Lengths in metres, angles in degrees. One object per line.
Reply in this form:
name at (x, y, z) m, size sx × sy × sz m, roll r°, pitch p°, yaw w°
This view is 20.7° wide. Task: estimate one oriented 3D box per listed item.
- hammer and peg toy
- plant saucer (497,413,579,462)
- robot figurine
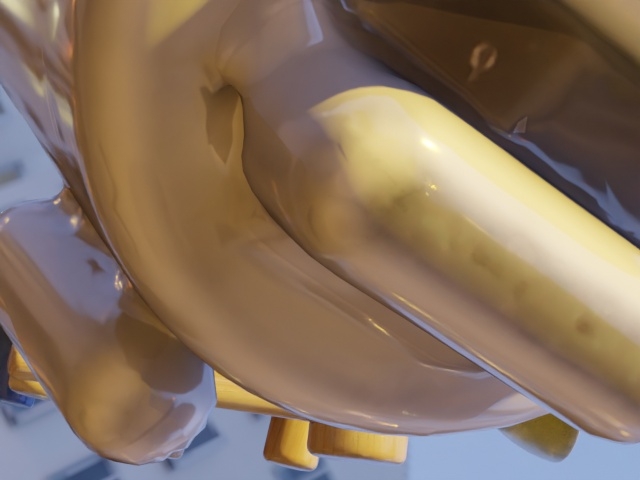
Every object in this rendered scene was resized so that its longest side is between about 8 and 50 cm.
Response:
hammer and peg toy at (-0.105, 0.057, 1.112) m, size 0.361 × 0.266 × 0.127 m, roll -7°, pitch -113°, yaw 58°
plant saucer at (0.123, 0.031, 1.176) m, size 0.241 × 0.037 × 0.241 m, roll 174°, pitch -90°, yaw -82°
robot figurine at (0.007, -0.079, 0.498) m, size 0.200 × 0.300 × 0.353 m, roll 37°, pitch 4°, yaw -29°
